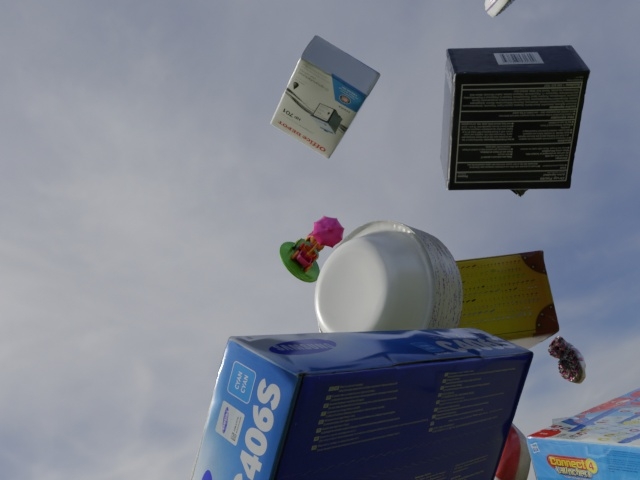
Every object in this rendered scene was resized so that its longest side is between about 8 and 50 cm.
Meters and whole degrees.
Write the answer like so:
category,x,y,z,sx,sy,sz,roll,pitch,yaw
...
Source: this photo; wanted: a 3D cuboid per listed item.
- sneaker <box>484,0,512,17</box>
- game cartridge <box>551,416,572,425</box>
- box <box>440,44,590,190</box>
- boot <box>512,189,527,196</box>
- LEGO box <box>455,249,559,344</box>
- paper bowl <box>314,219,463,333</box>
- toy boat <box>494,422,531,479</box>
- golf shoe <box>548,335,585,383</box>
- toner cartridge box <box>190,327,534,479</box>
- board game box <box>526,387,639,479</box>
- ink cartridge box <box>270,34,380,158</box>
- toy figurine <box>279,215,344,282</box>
category,x,y,z,sx,sy,sz,roll,pitch,yaw
sneaker,0.366,-0.577,1.462,0.102,0.161,0.282,-43,-8,-30
game cartridge,0.526,0.393,1.577,0.056,0.017,0.083,-24,-46,38
box,0.437,-0.285,1.745,0.296,0.183,0.294,0,-57,3
boot,0.557,-0.254,2.092,0.161,0.247,0.083,-29,9,4
LEGO box,0.258,0.189,1.789,0.500,0.193,0.372,-6,-17,-4
paper bowl,0.102,0.104,1.345,0.148,0.284,0.284,17,-52,-43
toy boat,0.306,0.413,1.477,0.151,0.231,0.151,11,-77,-19
golf shoe,0.636,0.305,1.870,0.086,0.186,0.067,29,-71,-7
toner cartridge box,0.052,0.163,0.629,0.347,0.075,0.165,7,-80,-50
board game box,0.549,0.316,1.192,0.301,0.086,0.308,-12,-4,-29
ink cartridge box,0.005,-0.264,1.400,0.139,0.082,0.191,30,-38,-3
toy figurine,0.000,0.000,1.900,0.159,0.130,0.173,-45,5,30
